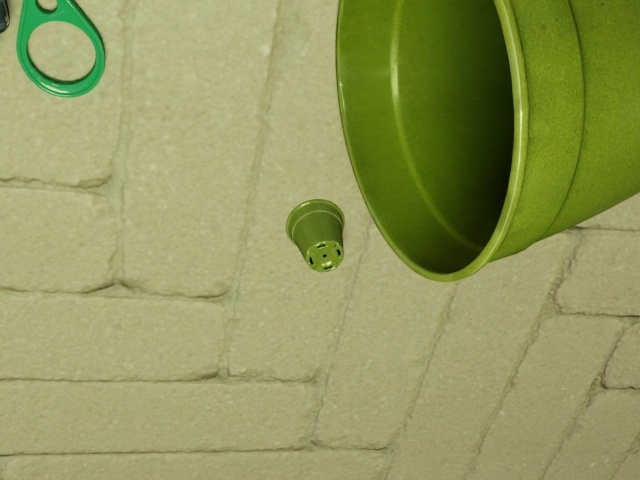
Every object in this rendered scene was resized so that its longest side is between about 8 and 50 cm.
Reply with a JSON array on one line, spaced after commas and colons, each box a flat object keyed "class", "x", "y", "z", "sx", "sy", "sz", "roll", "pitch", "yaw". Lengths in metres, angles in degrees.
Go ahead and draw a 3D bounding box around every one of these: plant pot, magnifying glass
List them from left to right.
[{"class": "magnifying glass", "x": -0.291, "y": -0.261, "z": 0.747, "sx": 0.092, "sy": 0.026, "sz": 0.231, "roll": -9, "pitch": 127, "yaw": -5}, {"class": "plant pot", "x": 0.000, "y": 0.000, "z": 0.952, "sx": 0.083, "sy": 0.079, "sz": 0.083, "roll": -6, "pitch": 125, "yaw": -9}, {"class": "plant pot", "x": 0.247, "y": -0.172, "z": 0.753, "sx": 0.353, "sy": 0.366, "sz": 0.366, "roll": -12, "pitch": 127, "yaw": -19}]

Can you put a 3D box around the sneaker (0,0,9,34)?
[{"class": "sneaker", "x": -0.424, "y": -0.240, "z": 0.692, "sx": 0.226, "sy": 0.086, "sz": 0.163, "roll": -4, "pitch": 122, "yaw": -11}]
